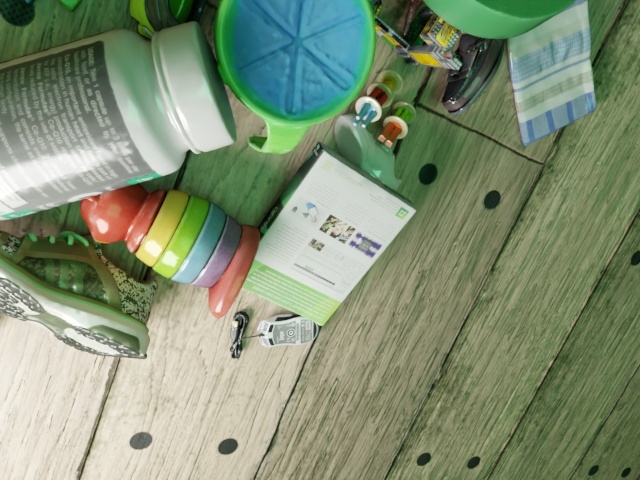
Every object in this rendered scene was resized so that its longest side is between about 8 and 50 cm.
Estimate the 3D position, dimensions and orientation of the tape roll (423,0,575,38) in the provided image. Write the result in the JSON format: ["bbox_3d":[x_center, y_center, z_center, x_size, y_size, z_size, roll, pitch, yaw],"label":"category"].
[{"bbox_3d":[0.273,-0.480,0.773,0.321,0.077,0.322,1,88,-16],"label":"tape roll"}]

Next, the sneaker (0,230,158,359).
[{"bbox_3d":[-0.436,0.043,0.840,0.158,0.182,0.410,-14,136,33],"label":"sneaker"}]

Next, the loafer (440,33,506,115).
[{"bbox_3d":[0.307,-0.393,0.985,0.095,0.109,0.303,30,89,-22],"label":"loafer"}]

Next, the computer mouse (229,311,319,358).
[{"bbox_3d":[-0.099,0.195,1.094,0.192,0.042,0.106,-3,107,-15],"label":"computer mouse"}]

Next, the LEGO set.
[{"bbox_3d":[0.204,-0.453,0.860,0.255,0.192,0.331,40,92,-30],"label":"LEGO set"}]

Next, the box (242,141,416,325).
[{"bbox_3d":[0.000,0.000,1.000,0.232,0.058,0.322,29,108,-24],"label":"box"}]

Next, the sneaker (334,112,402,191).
[{"bbox_3d":[0.102,-0.174,1.012,0.094,0.080,0.212,-42,127,-16],"label":"sneaker"}]

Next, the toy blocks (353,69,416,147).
[{"bbox_3d":[0.118,-0.231,0.956,0.148,0.054,0.123,-55,126,-34],"label":"toy blocks"}]

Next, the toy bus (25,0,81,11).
[{"bbox_3d":[-0.358,-0.432,0.688,0.202,0.104,0.191,-35,120,-5],"label":"toy bus"}]

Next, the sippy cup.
[{"bbox_3d":[-0.065,-0.311,0.790,0.240,0.224,0.305,39,93,-29],"label":"sippy cup"}]

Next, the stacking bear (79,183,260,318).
[{"bbox_3d":[-0.267,-0.015,0.877,0.289,0.175,0.164,28,101,-22],"label":"stacking bear"}]

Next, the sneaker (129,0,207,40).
[{"bbox_3d":[-0.188,-0.434,0.735,0.111,0.121,0.300,-7,119,-46],"label":"sneaker"}]

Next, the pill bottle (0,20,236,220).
[{"bbox_3d":[-0.317,-0.171,0.714,0.360,0.204,0.204,-16,117,1],"label":"pill bottle"}]

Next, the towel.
[{"bbox_3d":[0.510,-0.375,1.111,0.209,0.034,0.285,-26,119,-10],"label":"towel"}]
